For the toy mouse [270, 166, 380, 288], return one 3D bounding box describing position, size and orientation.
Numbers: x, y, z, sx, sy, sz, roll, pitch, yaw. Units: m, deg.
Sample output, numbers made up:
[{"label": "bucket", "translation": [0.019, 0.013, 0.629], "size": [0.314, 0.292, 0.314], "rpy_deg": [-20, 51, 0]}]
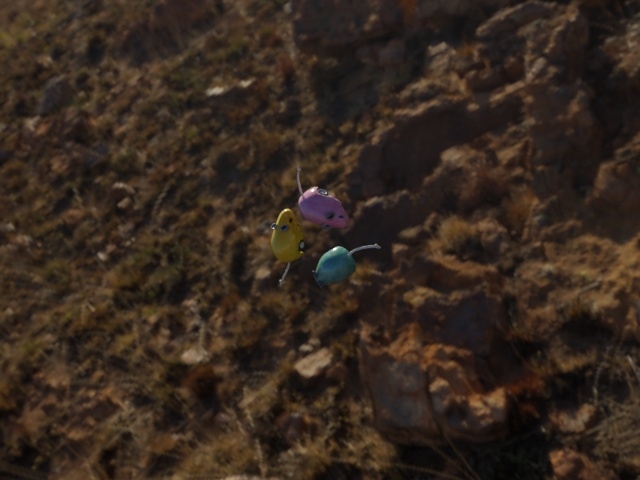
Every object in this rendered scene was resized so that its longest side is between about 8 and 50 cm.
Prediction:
[{"label": "toy mouse", "translation": [0.000, 0.000, 1.060], "size": [0.143, 0.160, 0.031], "rpy_deg": [15, 27, 32]}]
